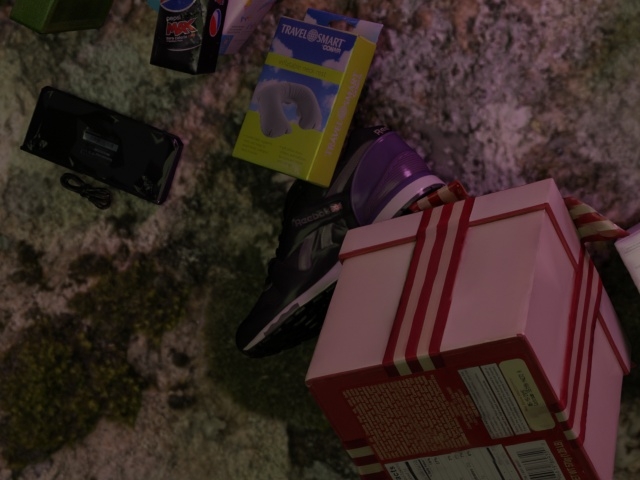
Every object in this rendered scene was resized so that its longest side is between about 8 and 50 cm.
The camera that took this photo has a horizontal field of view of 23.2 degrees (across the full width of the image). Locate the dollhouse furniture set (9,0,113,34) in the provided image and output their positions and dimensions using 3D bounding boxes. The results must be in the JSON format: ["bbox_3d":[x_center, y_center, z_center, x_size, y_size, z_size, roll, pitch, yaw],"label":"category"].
[{"bbox_3d":[-0.284,-0.395,1.641,0.197,0.151,0.301,29,104,11],"label":"dollhouse furniture set"}]

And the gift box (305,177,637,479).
[{"bbox_3d":[0.171,0.107,1.490,0.276,0.258,0.255,-11,125,22],"label":"gift box"}]

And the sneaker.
[{"bbox_3d":[0.000,0.000,1.651,0.283,0.107,0.124,-45,69,14],"label":"sneaker"}]

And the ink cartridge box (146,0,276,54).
[{"bbox_3d":[-0.093,-0.276,1.631,0.090,0.092,0.143,42,107,7],"label":"ink cartridge box"}]

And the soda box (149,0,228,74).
[{"bbox_3d":[-0.123,-0.253,1.562,0.053,0.060,0.169,14,102,15],"label":"soda box"}]

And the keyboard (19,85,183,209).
[{"bbox_3d":[-0.247,-0.094,1.740,0.180,0.023,0.108,22,97,14],"label":"keyboard"}]

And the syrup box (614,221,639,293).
[{"bbox_3d":[0.387,0.080,1.533,0.096,0.093,0.237,-29,88,18],"label":"syrup box"}]

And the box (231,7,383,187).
[{"bbox_3d":[-0.013,-0.154,1.614,0.109,0.042,0.178,19,90,36],"label":"box"}]
